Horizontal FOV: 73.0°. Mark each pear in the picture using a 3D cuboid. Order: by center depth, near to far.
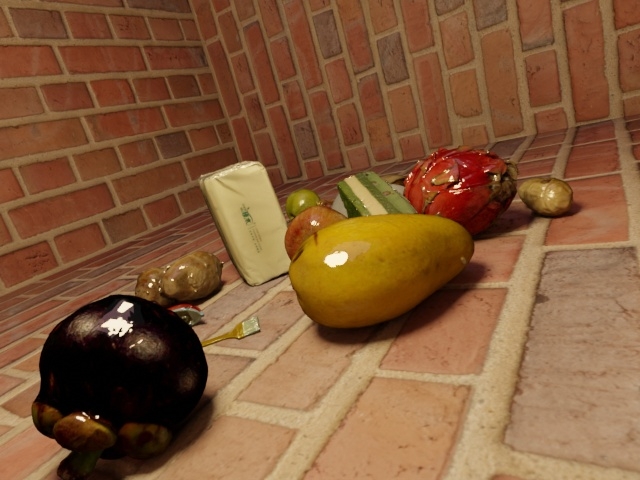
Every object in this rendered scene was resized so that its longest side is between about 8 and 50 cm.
[{"bbox_3d":[-0.093,-0.144,2.035,0.180,0.166,0.216,18,57,43],"label":"pear"}]

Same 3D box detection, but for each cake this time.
[{"bbox_3d":[0.159,-0.073,1.325,0.158,0.172,0.283,-17,41,-12],"label":"cake"}]

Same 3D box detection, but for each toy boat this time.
[{"bbox_3d":[-0.397,0.220,1.166,0.173,0.069,0.058,-19,35,-5],"label":"toy boat"}]

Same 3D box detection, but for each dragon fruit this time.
[{"bbox_3d":[0.395,-0.137,1.268,0.278,0.277,0.343,-22,21,-23],"label":"dragon fruit"}]

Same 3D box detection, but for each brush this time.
[{"bbox_3d":[-0.248,0.238,1.056,0.205,0.011,0.083,-19,16,-9],"label":"brush"}]

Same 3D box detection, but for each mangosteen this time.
[{"bbox_3d":[-0.337,0.237,0.730,0.288,0.287,0.233,-20,6,-16],"label":"mangosteen"}]

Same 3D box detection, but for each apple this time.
[{"bbox_3d":[0.000,0.000,1.274,0.211,0.210,0.188,-11,15,16],"label":"apple"}]

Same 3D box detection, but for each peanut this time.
[{"bbox_3d":[0.663,-0.138,1.295,0.120,0.110,0.236,-27,11,9],"label":"peanut"}]

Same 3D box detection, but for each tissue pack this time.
[{"bbox_3d":[-0.245,-0.069,1.458,0.207,0.380,0.297,-24,18,-14],"label":"tissue pack"}]

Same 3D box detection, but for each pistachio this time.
[{"bbox_3d":[0.264,-0.165,1.706,0.288,0.166,0.197,-26,-20,-39],"label":"pistachio"}]

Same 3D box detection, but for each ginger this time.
[{"bbox_3d":[-0.477,0.133,1.392,0.304,0.155,0.244,-11,17,14],"label":"ginger"}]

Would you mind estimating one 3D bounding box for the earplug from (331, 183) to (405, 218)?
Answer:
[{"bbox_3d":[0.186,-0.090,1.465,0.326,0.174,0.214,-9,-25,-18],"label":"earplug"}]

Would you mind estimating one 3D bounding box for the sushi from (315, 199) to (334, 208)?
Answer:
[{"bbox_3d":[0.027,-0.077,1.661,0.179,0.166,0.296,12,29,13],"label":"sushi"}]

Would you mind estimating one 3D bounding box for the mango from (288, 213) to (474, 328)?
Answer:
[{"bbox_3d":[0.147,0.045,0.956,0.446,0.220,0.301,-17,12,-16],"label":"mango"}]
